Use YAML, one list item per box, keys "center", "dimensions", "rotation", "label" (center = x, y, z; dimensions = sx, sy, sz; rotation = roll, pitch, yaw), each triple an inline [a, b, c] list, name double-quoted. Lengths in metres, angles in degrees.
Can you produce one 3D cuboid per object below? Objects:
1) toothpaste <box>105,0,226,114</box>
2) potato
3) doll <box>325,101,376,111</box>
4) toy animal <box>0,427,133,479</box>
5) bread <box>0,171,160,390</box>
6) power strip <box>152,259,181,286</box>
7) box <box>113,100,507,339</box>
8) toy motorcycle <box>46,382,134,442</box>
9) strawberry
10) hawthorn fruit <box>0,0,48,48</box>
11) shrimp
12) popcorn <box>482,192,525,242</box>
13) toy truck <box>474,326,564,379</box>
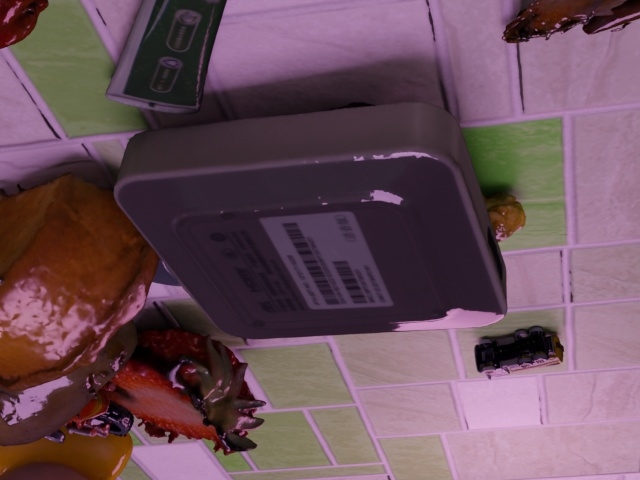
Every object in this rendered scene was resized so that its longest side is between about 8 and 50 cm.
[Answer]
- center: [-0.116, -0.227, 1.058]
  dimensions: [0.098, 0.061, 0.392]
  rotation: [9, 151, -15]
  label: "toothpaste"
- center: [-0.370, 0.172, 1.588]
  dimensions: [0.262, 0.165, 0.165]
  rotation: [-36, 148, -8]
  label: "potato"
- center: [0.025, -0.101, 1.276]
  dimensions: [0.165, 0.057, 0.139]
  rotation: [8, 152, -4]
  label: "doll"
- center: [-0.436, 0.428, 1.936]
  dimensions: [0.277, 0.345, 0.247]
  rotation: [-23, 149, -30]
  label: "toy animal"
- center: [-0.347, 0.064, 1.382]
  dimensions: [0.340, 0.179, 0.194]
  rotation: [-16, 134, 36]
  label: "bread"
- center: [-0.200, -0.003, 1.449]
  dimensions: [0.137, 0.044, 0.216]
  rotation: [12, 147, -18]
  label: "power strip"
- center: [0.000, 0.000, 1.305]
  dimensions: [0.373, 0.090, 0.367]
  rotation: [-5, 146, 17]
  label: "box"
- center: [-0.424, 0.228, 1.750]
  dimensions: [0.298, 0.089, 0.171]
  rotation: [13, 154, 17]
  label: "toy motorcycle"
- center: [-0.221, 0.198, 1.742]
  dimensions: [0.306, 0.138, 0.233]
  rotation: [4, 141, 49]
  label: "strawberry"
- center: [-0.301, -0.224, 0.994]
  dimensions: [0.137, 0.133, 0.133]
  rotation: [21, 146, -6]
  label: "hawthorn fruit"
- center: [0.270, -0.230, 1.072]
  dimensions: [0.236, 0.053, 0.133]
  rotation: [-30, 158, 35]
  label: "shrimp"
- center: [0.195, -0.032, 1.393]
  dimensions: [0.084, 0.084, 0.084]
  rotation: [0, 149, 0]
  label: "popcorn"
- center: [0.293, 0.168, 1.729]
  dimensions: [0.123, 0.052, 0.063]
  rotation: [-15, 152, 22]
  label: "toy truck"
